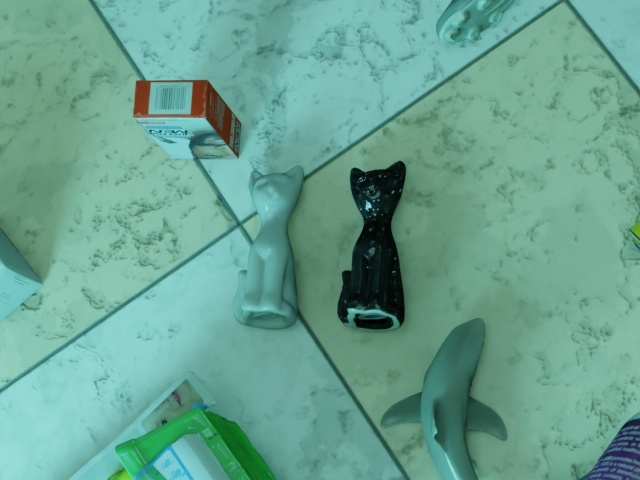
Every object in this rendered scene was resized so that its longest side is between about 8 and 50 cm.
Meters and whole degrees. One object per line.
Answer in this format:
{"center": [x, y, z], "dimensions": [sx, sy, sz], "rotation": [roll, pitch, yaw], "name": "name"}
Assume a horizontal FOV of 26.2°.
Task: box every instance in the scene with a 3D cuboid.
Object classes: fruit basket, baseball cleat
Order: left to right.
{"center": [-0.197, 0.375, 1.568], "dimensions": [0.353, 0.165, 0.327], "rotation": [-38, 63, 0], "name": "fruit basket"}
{"center": [0.211, -0.335, 1.731], "dimensions": [0.206, 0.072, 0.109], "rotation": [-38, 59, -4], "name": "baseball cleat"}

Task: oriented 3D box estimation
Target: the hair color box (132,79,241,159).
{"center": [-0.162, -0.147, 1.699], "dimensions": [0.093, 0.167, 0.053], "rotation": [1, 78, 12], "name": "hair color box"}

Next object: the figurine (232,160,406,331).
{"center": [0.000, 0.000, 1.684], "dimensions": [0.215, 0.092, 0.209], "rotation": [0, 69, 12], "name": "figurine"}

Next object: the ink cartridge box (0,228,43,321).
{"center": [-0.472, 0.057, 1.735], "dimensions": [0.176, 0.127, 0.128], "rotation": [-41, 74, 0], "name": "ink cartridge box"}

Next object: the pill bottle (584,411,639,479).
{"center": [0.365, 0.286, 1.462], "dimensions": [0.169, 0.169, 0.301], "rotation": [34, 63, 16], "name": "pill bottle"}

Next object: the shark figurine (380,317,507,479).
{"center": [0.164, 0.240, 1.576], "dimensions": [0.166, 0.116, 0.278], "rotation": [-25, 72, 6], "name": "shark figurine"}

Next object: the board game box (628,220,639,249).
{"center": [0.465, 0.006, 1.578], "dimensions": [0.141, 0.048, 0.170], "rotation": [-40, 55, 2], "name": "board game box"}
